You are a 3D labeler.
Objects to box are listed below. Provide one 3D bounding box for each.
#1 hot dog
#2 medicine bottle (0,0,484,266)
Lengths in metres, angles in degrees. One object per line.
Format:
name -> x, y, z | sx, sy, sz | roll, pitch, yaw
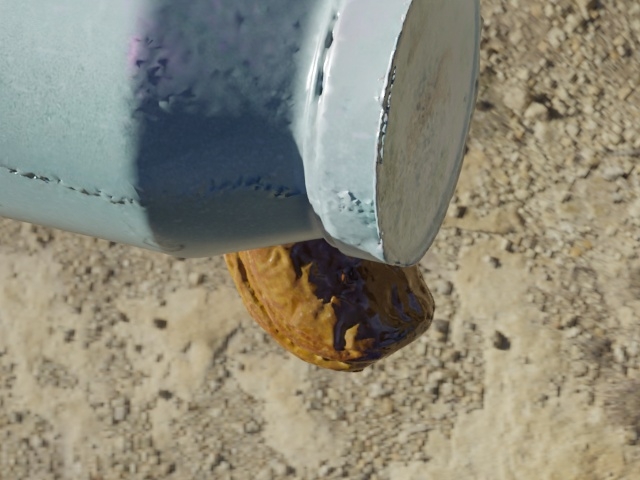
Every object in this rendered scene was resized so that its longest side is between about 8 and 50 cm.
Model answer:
hot dog -> 0.000, 0.000, 1.221 | 0.272, 0.196, 0.122 | 58, 146, 3
medicine bottle -> -0.064, -0.104, 0.728 | 0.290, 0.245, 0.245 | 14, 89, 19
